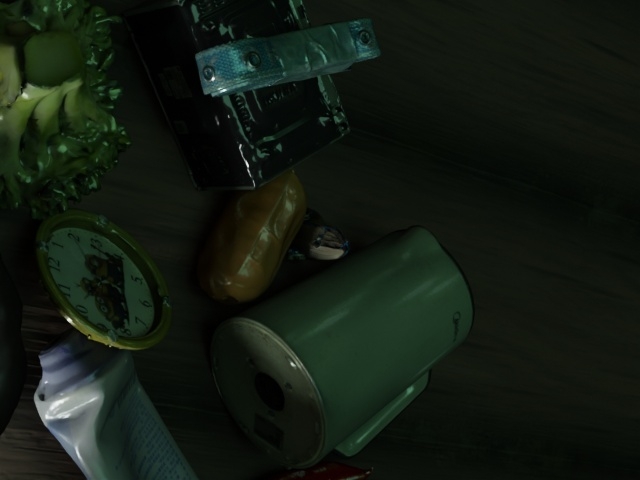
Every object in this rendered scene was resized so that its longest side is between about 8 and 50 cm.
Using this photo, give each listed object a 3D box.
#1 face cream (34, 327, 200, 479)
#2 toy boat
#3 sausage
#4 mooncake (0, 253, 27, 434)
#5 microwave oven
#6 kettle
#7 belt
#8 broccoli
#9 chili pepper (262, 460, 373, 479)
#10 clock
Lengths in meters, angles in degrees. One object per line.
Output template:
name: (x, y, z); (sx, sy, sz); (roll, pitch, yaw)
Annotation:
face cream: (-0.259, 0.305, 1.770); (0.420, 0.137, 0.235); (61, 20, -19)
toy boat: (0.000, 0.000, 1.950); (0.066, 0.210, 0.084); (-1, 98, -23)
sausage: (-0.102, -0.011, 1.910); (0.120, 0.136, 0.241); (38, 64, -30)
mooncake: (-0.543, 0.108, 1.505); (0.381, 0.212, 0.351); (48, 61, -23)
microwave oven: (-0.116, -0.248, 1.857); (0.237, 0.181, 0.295); (-34, 112, -34)
kettle: (0.049, 0.199, 1.990); (0.376, 0.250, 0.361); (-31, 130, -36)
belt: (-0.040, -0.259, 1.750); (0.302, 0.087, 0.072); (-17, 90, -37)
broccoli: (-0.398, -0.204, 1.618); (0.334, 0.272, 0.324); (-1, 52, -32)
chili pepper: (-0.060, 0.424, 1.941); (0.368, 0.137, 0.092); (-41, 139, -49)
clock: (-0.310, 0.062, 1.740); (0.237, 0.057, 0.237); (36, 31, -26)
